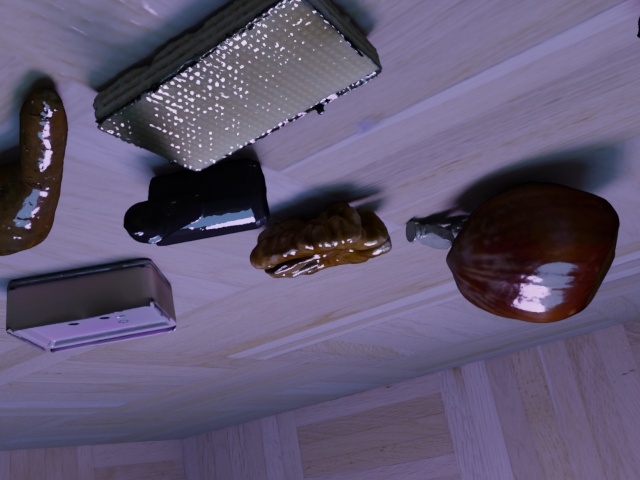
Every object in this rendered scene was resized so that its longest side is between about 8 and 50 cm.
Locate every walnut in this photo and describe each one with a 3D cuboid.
[{"bbox_3d":[0.000,0.000,0.820,0.170,0.069,0.143,-13,161,12],"label":"walnut"}]

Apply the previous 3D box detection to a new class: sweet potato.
[{"bbox_3d":[-0.263,-0.037,0.582,0.075,0.074,0.269,6,151,-37],"label":"sweet potato"}]

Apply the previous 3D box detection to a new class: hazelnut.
[{"bbox_3d":[0.274,0.014,0.863,0.181,0.181,0.212,-46,149,-31],"label":"hazelnut"}]

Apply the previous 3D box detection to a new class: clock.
[{"bbox_3d":[-0.308,0.094,0.914,0.192,0.071,0.147,-10,160,-2],"label":"clock"}]

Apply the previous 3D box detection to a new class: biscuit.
[{"bbox_3d":[-0.064,-0.119,0.508,0.199,0.040,0.121,-22,153,28],"label":"biscuit"}]

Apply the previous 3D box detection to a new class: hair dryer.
[{"bbox_3d":[-0.110,-0.031,0.569,0.114,0.070,0.248,-11,-175,1],"label":"hair dryer"}]

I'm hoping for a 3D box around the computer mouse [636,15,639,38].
[{"bbox_3d":[0.357,-0.173,0.523,0.242,0.077,0.146,0,156,-26],"label":"computer mouse"}]

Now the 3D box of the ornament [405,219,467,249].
[{"bbox_3d":[0.163,-0.008,0.921,0.068,0.041,0.092,-2,179,40],"label":"ornament"}]
